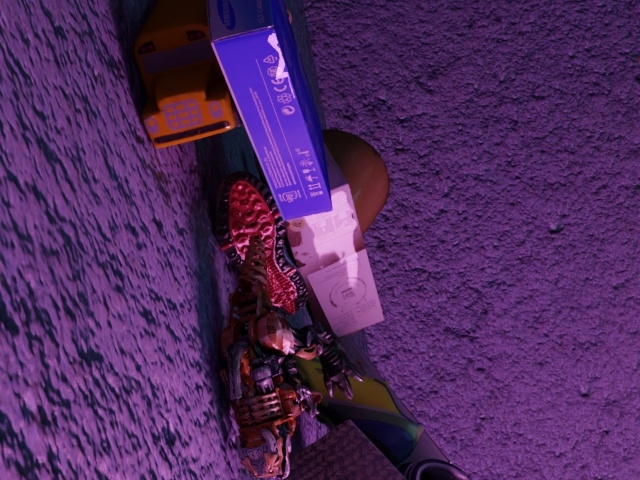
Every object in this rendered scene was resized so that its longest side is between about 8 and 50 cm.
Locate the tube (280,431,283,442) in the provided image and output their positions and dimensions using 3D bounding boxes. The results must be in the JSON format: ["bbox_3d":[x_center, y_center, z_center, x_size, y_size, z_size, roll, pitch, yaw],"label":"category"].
[{"bbox_3d":[-0.071,0.230,1.435,0.080,0.052,0.207,58,25,-57],"label":"tube"}]

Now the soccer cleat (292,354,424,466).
[{"bbox_3d":[0.046,0.254,1.596,0.289,0.121,0.093,41,-29,22],"label":"soccer cleat"}]

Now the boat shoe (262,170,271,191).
[{"bbox_3d":[-0.066,-0.150,1.476,0.084,0.079,0.233,36,20,-29],"label":"boat shoe"}]

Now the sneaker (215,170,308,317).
[{"bbox_3d":[-0.107,-0.002,1.450,0.125,0.104,0.262,52,-17,51],"label":"sneaker"}]

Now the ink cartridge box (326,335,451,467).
[{"bbox_3d":[0.101,0.355,1.758,0.309,0.130,0.272,50,-9,27],"label":"ink cartridge box"}]

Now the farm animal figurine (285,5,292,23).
[{"bbox_3d":[-0.129,-0.415,1.546,0.330,0.172,0.327,71,10,-47],"label":"farm animal figurine"}]

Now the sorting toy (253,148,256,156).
[{"bbox_3d":[-0.089,-0.025,1.723,0.132,0.046,0.275,65,14,-64],"label":"sorting toy"}]

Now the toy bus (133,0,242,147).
[{"bbox_3d":[-0.161,-0.239,1.234,0.333,0.108,0.130,-90,167,-61],"label":"toy bus"}]

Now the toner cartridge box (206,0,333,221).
[{"bbox_3d":[-0.059,-0.190,1.204,0.348,0.075,0.165,70,9,-54],"label":"toner cartridge box"}]

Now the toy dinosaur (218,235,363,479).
[{"bbox_3d":[-0.060,0.152,1.279,0.218,0.164,0.322,36,62,-56],"label":"toy dinosaur"}]

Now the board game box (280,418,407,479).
[{"bbox_3d":[0.080,0.464,1.463,0.232,0.141,0.291,41,-25,47],"label":"board game box"}]

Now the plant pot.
[{"bbox_3d":[0.003,-0.059,1.934,0.254,0.237,0.237,-69,149,-53],"label":"plant pot"}]

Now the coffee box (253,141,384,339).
[{"bbox_3d":[0.000,0.000,1.578,0.168,0.118,0.297,-117,-172,-52],"label":"coffee box"}]

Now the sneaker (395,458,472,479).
[{"bbox_3d":[0.219,0.451,1.469,0.282,0.099,0.153,49,-23,10],"label":"sneaker"}]
